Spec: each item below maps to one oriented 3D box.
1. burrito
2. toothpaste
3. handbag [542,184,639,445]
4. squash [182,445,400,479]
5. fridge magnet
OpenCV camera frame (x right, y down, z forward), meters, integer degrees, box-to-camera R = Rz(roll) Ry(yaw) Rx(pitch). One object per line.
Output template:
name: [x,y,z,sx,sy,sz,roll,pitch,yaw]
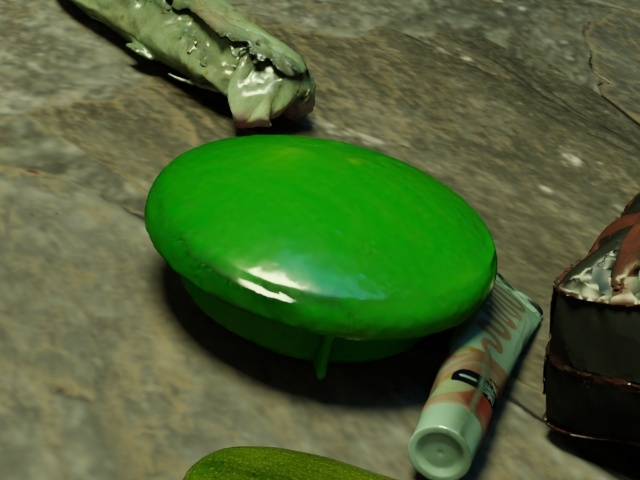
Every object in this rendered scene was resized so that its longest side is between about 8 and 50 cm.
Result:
burrito: [-0.119,-0.177,1.062,0.096,0.066,0.309,-9,37,-44]
toothpaste: [0.090,0.069,0.764,0.056,0.036,0.205,42,29,-3]
handbag: [0.231,0.038,0.761,0.169,0.155,0.215,14,27,27]
squash: [0.057,0.147,0.580,0.258,0.069,0.069,18,29,8]
fridge magnet: [0.000,0.000,0.784,0.208,0.088,0.208,11,29,-6]
